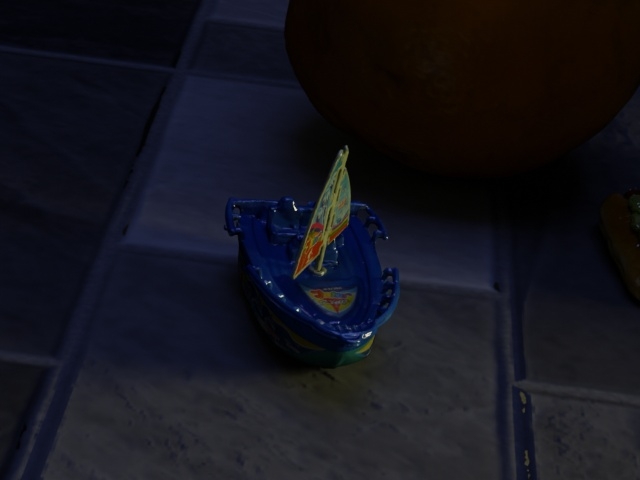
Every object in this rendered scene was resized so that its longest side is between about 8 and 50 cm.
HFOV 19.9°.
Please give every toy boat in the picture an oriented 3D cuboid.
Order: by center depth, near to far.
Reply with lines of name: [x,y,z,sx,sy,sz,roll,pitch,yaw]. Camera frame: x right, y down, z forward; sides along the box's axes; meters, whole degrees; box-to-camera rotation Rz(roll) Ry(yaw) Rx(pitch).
toy boat: [0.000,0.000,0.956,0.091,0.110,0.175,1,28,-12]

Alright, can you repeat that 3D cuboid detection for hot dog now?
hot dog: [0.201,-0.002,1.090,0.056,0.041,0.133,4,26,-5]

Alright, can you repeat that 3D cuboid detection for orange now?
orange: [0.101,-0.169,1.162,0.261,0.261,0.261,6,26,-3]
